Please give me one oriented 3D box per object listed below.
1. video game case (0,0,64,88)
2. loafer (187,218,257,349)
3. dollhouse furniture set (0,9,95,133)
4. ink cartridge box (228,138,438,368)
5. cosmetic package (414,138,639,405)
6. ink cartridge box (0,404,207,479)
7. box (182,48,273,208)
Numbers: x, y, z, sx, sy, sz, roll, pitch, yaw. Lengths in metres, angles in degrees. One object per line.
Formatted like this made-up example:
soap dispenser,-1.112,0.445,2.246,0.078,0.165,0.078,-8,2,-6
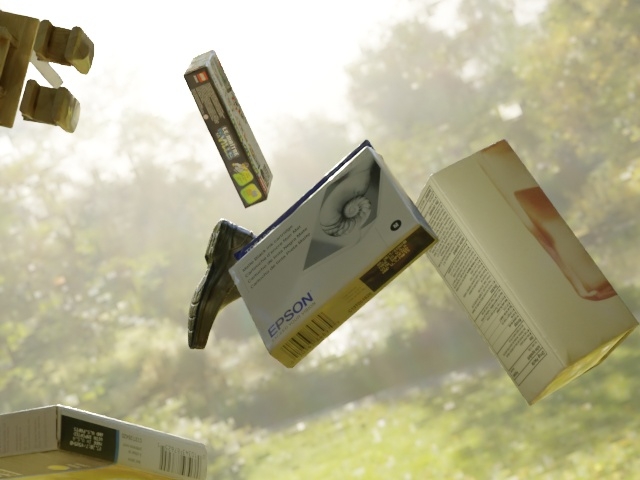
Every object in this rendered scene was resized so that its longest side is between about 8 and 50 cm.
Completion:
video game case,-0.458,-0.314,2.192,0.022,0.190,0.173,-40,17,0
loafer,-0.124,0.061,1.843,0.061,0.170,0.062,18,-3,-16
dollhouse furniture set,-0.378,-0.256,1.781,0.212,0.242,0.161,12,-7,4
ink cartridge box,0.000,0.000,1.639,0.223,0.045,0.224,-42,38,9
cosmetic package,0.251,0.040,1.852,0.129,0.296,0.153,-26,-16,-22
ink cartridge box,-0.360,0.284,1.898,0.307,0.072,0.304,-13,-21,29
box,-0.127,-0.158,2.028,0.036,0.207,0.114,-21,17,10
